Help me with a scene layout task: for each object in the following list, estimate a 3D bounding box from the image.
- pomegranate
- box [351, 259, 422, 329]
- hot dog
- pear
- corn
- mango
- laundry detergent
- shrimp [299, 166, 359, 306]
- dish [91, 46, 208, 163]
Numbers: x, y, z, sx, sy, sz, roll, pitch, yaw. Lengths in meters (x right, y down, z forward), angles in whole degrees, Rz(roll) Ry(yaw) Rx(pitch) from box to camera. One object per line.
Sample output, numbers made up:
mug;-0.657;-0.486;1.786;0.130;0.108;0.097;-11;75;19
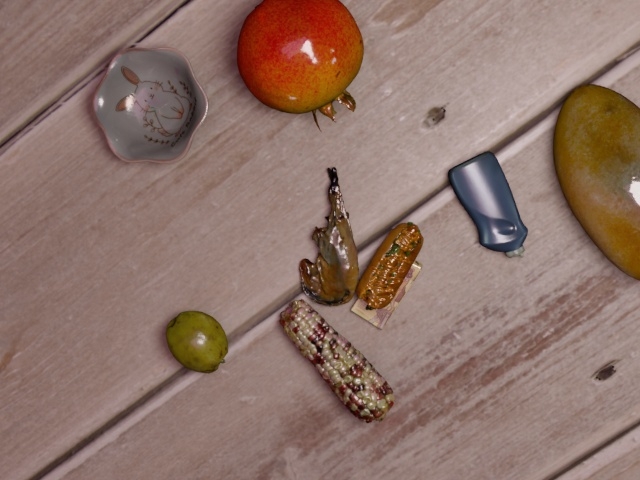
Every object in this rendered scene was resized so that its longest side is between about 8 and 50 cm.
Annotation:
pomegranate;-0.024;-0.317;1.438;0.221;0.221;0.257;-31;116;9
box;0.126;0.091;1.558;0.073;0.020;0.149;32;98;3
hot dog;0.127;0.050;1.515;0.072;0.055;0.188;29;97;1
pear;-0.235;0.193;1.571;0.131;0.107;0.107;38;99;-8
corn;0.029;0.229;1.548;0.092;0.092;0.280;-43;89;9
mango;0.534;-0.102;1.408;0.221;0.199;0.384;-28;80;15
laundry detergent;0.316;-0.056;1.501;0.096;0.061;0.206;-28;93;0
shrimp;0.006;-0.003;1.540;0.117;0.066;0.262;-9;93;7
dish;-0.309;-0.251;1.543;0.229;0.081;0.229;1;96;10
